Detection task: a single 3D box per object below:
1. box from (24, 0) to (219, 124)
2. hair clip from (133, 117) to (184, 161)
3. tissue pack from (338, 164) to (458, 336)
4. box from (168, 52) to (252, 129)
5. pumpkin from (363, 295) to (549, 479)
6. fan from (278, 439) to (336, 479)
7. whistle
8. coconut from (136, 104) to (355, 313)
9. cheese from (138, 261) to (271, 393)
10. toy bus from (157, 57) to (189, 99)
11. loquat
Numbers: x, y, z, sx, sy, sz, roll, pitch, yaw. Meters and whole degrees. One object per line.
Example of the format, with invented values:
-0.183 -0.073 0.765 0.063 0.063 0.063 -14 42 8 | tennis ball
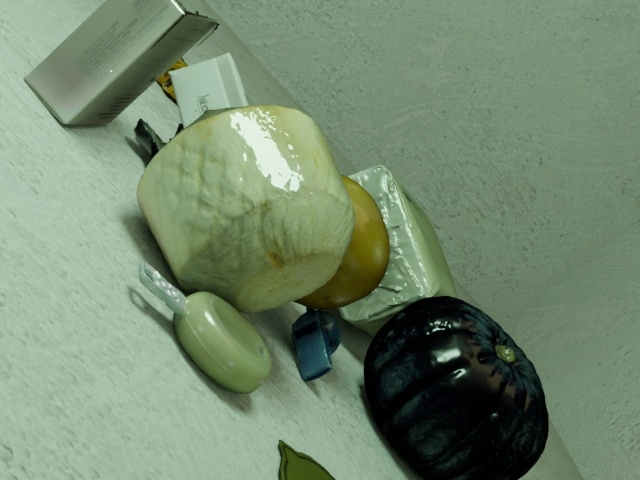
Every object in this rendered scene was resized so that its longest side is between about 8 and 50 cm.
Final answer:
-0.291 -0.287 1.673 0.106 0.251 0.203 49 11 -1 | box
-0.232 -0.105 1.819 0.146 0.075 0.257 62 4 -55 | hair clip
0.137 0.046 2.269 0.380 0.207 0.297 35 34 -71 | tissue pack
-0.148 -0.150 1.909 0.274 0.116 0.203 67 5 -58 | box
0.239 0.273 1.986 0.363 0.266 0.363 48 17 -19 | pumpkin
0.042 0.395 1.436 0.335 0.011 0.229 52 10 13 | fan
-0.003 0.169 1.823 0.090 0.090 0.158 40 27 -46 | whistle
-0.107 -0.064 1.601 0.329 0.329 0.329 49 11 -13 | coconut
-0.154 0.107 1.441 0.227 0.064 0.137 44 11 -27 | cheese
-0.276 -0.313 2.311 0.162 0.069 0.074 44 15 -39 | toy bus
0.000 0.000 1.821 0.235 0.235 0.235 49 11 -13 | loquat
